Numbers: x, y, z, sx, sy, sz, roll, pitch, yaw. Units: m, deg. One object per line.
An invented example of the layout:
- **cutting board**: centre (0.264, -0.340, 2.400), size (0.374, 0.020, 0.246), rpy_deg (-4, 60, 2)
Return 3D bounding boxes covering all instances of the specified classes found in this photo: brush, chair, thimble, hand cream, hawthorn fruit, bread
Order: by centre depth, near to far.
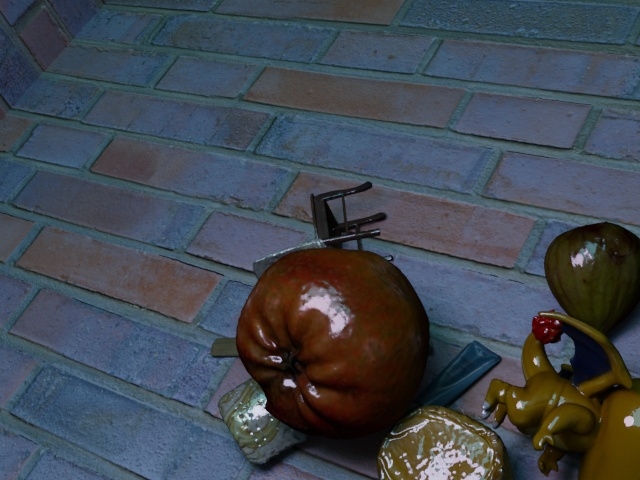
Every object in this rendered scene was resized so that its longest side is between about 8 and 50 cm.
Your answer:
- **bread**: centre (0.242, 0.443, 1.779), size (0.253, 0.142, 0.227), rpy_deg (28, 66, 36)
- **hawthorn fruit**: centre (0.053, 0.196, 1.876), size (0.402, 0.403, 0.403), rpy_deg (-13, 47, 14)
- **hand cream**: centre (0.277, 0.299, 1.959), size (0.224, 0.048, 0.083), rpy_deg (-40, 44, -18)
- **thimble**: centre (-0.123, 0.385, 2.002), size (0.143, 0.137, 0.190), rpy_deg (-31, 60, -6)
- **brush**: centre (-0.134, 0.242, 2.194), size (0.282, 0.048, 0.054), rpy_deg (-6, 47, 22)
- **chair**: centre (0.000, 0.000, 2.267), size (0.319, 0.160, 0.186), rpy_deg (-15, 52, 11)

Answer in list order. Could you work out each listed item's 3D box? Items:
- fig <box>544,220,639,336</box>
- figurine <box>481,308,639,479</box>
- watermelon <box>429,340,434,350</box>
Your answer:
- **fig**: centre (0.557, 0.127, 1.899), size (0.216, 0.217, 0.321), rpy_deg (0, 74, 25)
- **figurine**: centre (0.491, 0.304, 1.624), size (0.387, 0.401, 0.268), rpy_deg (18, 60, 22)
- **watermelon**: centre (0.181, 0.190, 2.080), size (0.155, 0.080, 0.101), rpy_deg (-10, 36, 34)
